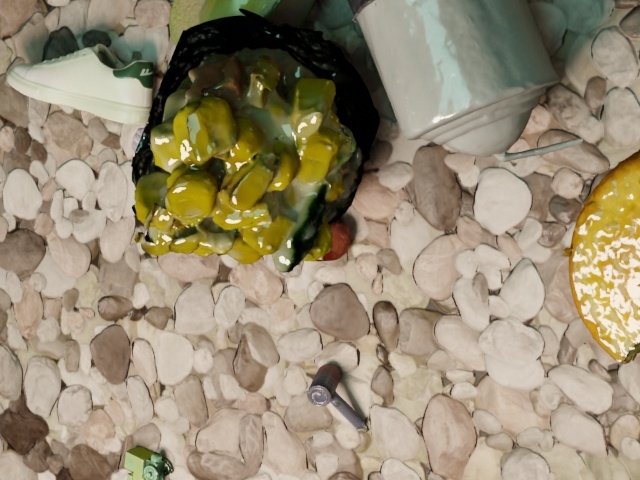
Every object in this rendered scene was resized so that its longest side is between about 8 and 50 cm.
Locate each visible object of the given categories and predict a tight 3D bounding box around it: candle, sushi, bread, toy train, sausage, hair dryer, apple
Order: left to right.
[{"bbox_3d":[-0.283,0.394,2.182,0.081,0.050,0.122,19,108,32],"label":"toy train"},{"bbox_3d":[-0.101,-0.357,1.907,0.265,0.120,0.193,-46,58,28],"label":"apple"},{"bbox_3d":[-0.079,-0.106,1.773,0.328,0.285,0.328,19,111,-19],"label":"sushi"},{"bbox_3d":[0.000,0.000,1.939,0.094,0.059,0.054,0,55,31],"label":"sausage"},{"bbox_3d":[0.032,0.238,1.969,0.037,0.063,0.114,-38,101,30],"label":"hair dryer"},{"bbox_3d":[0.170,-0.246,1.700,0.221,0.221,0.343,-21,87,32],"label":"candle"},{"bbox_3d":[0.408,-0.018,1.609,0.179,0.194,0.340,46,122,15],"label":"bread"}]

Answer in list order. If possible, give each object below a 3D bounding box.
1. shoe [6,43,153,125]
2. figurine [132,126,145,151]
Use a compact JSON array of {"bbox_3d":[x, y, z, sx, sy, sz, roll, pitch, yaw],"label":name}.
[{"bbox_3d":[-0.367,-0.258,2.102,0.265,0.095,0.110,19,102,22],"label":"shoe"},{"bbox_3d":[-0.187,-0.101,1.999,0.174,0.116,0.240,11,100,11],"label":"figurine"}]
